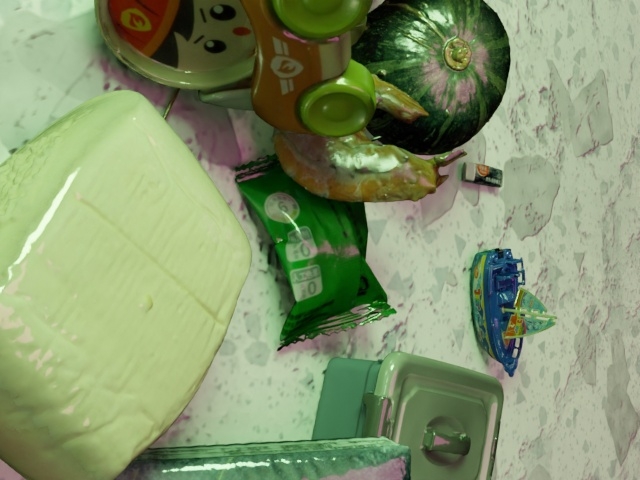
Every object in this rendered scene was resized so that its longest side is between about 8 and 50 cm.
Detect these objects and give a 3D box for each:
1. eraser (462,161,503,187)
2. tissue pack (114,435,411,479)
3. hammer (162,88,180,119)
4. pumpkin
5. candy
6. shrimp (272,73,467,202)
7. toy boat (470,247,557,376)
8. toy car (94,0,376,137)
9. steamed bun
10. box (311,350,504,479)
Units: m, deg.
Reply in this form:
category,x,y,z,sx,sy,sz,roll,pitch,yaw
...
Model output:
category,x,y,z,sx,sy,sz,roll,pitch,yaw
eraser,0.222,-0.088,1.018,0.099,0.019,0.027,6,87,-44
tissue pack,-0.050,0.267,0.630,0.257,0.081,0.185,1,86,-15
hammer,-0.129,-0.131,0.672,0.029,0.014,0.123,43,60,-49
pumpkin,0.118,-0.186,0.820,0.190,0.146,0.190,-2,102,-8
candy,0.004,-0.001,0.765,0.141,0.078,0.203,-22,101,-43
shrimp,0.049,-0.100,0.728,0.188,0.051,0.132,11,88,-7
toy boat,0.260,0.098,0.997,0.091,0.110,0.175,-9,99,-44
toy car,-0.068,-0.187,0.611,0.235,0.235,0.145,34,41,-40
steamed bun,-0.170,0.033,0.535,0.200,0.155,0.250,55,48,-34
box,0.100,0.210,0.825,0.227,0.130,0.162,21,77,-42
